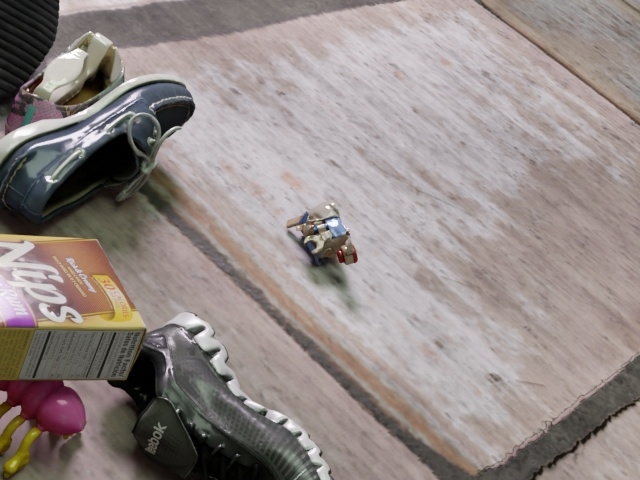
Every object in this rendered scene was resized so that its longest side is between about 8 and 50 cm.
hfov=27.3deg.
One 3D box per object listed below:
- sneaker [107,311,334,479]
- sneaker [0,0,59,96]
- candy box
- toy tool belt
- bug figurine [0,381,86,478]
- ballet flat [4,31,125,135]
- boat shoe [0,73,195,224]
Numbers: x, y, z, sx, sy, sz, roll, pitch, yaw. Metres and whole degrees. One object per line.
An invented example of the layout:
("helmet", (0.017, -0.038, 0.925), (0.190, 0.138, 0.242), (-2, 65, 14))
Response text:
("sneaker", (-0.083, 0.148, 0.980), (0.106, 0.078, 0.234), (-11, 46, -42))
("sneaker", (-0.351, -0.266, 1.336), (0.122, 0.146, 0.330), (34, 45, -43))
("candy box", (-0.226, 0.044, 0.900), (0.187, 0.053, 0.109), (4, 33, -36))
("toy tool belt", (0.000, 0.000, 1.282), (0.051, 0.052, 0.083), (-17, 42, -8))
("bug figurine", (-0.277, 0.098, 0.900), (0.216, 0.072, 0.279), (35, 32, 10))
("ballet flat", (-0.237, -0.157, 1.281), (0.077, 0.079, 0.221), (28, 32, 0))
("boat shoe", (-0.192, -0.084, 1.198), (0.079, 0.095, 0.254), (38, 35, 17))
